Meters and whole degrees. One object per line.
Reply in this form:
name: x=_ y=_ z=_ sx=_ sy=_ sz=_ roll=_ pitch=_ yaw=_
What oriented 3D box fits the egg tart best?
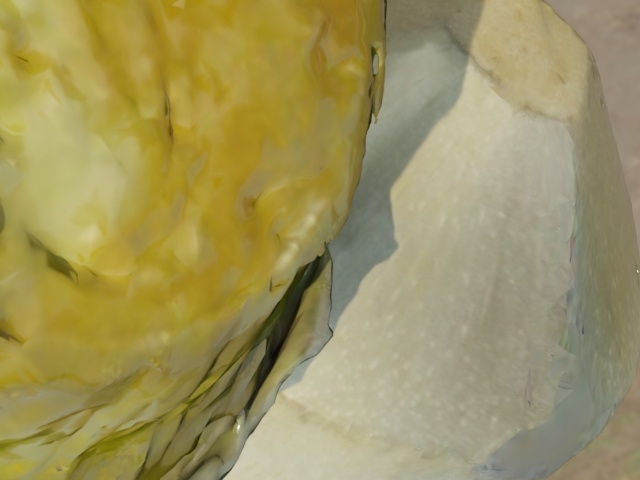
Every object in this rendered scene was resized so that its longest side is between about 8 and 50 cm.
egg tart: x=-0.109 y=-0.071 z=0.507 sx=0.388 sy=0.387 sz=0.169 roll=5 pitch=172 yaw=-42

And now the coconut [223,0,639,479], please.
coconut: x=0.000 y=0.000 z=0.877 sx=0.353 sy=0.352 sz=0.352 roll=-18 pitch=151 yaw=-10
